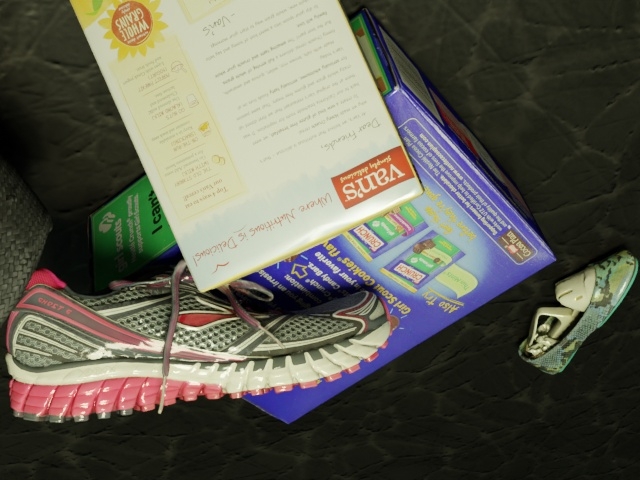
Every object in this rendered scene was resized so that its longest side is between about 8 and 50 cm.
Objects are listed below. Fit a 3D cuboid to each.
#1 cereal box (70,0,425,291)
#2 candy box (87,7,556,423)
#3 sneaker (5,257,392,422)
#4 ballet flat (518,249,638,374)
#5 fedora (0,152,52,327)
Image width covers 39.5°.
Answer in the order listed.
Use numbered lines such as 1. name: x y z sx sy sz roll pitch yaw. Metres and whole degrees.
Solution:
1. cereal box: -0.052 -0.106 0.623 0.173 0.047 0.240 -23 90 9
2. candy box: 0.000 0.000 0.796 0.317 0.122 0.268 -35 132 18
3. sneaker: -0.084 0.067 0.686 0.299 0.112 0.121 -4 176 -21
4. ballet flat: 0.279 0.080 0.993 0.070 0.070 0.188 8 128 -21
5. fedora: -0.300 0.026 0.599 0.334 0.334 0.152 -36 116 21
